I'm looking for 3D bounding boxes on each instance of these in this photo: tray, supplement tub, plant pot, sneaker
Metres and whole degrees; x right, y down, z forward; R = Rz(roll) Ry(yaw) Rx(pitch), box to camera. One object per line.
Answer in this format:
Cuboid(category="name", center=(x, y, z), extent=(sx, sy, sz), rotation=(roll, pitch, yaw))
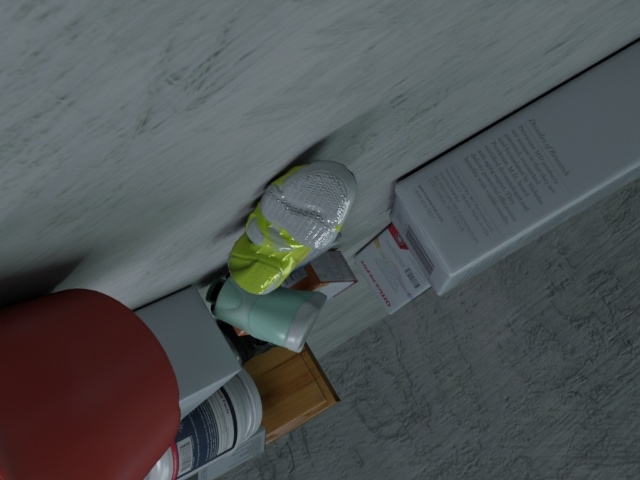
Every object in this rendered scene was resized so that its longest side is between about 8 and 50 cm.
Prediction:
Cuboid(category="tray", center=(-0.186, 0.365, 2.463), extent=(0.411, 0.203, 0.076), rotation=(-32, 170, 5))
Cuboid(category="supplement tub", center=(-0.260, 0.337, 2.110), extent=(0.272, 0.191, 0.191), rotation=(-21, 167, -46))
Cuboid(category="plant pot", center=(-0.276, 0.178, 1.056), extent=(0.275, 0.275, 0.243), rotation=(-39, 177, 40))
Cuboid(category="sneaker", center=(-0.018, -0.037, 1.284), extent=(0.240, 0.091, 0.126), rotation=(-41, -175, 46))
Cuboid(category="sneaker", center=(-0.121, 0.161, 1.958), extent=(0.130, 0.087, 0.227), rotation=(-32, 174, -3))
Cuboid(category="sneaker", center=(-0.077, 0.087, 1.596), extent=(0.256, 0.151, 0.094), rotation=(62, 53, -85))

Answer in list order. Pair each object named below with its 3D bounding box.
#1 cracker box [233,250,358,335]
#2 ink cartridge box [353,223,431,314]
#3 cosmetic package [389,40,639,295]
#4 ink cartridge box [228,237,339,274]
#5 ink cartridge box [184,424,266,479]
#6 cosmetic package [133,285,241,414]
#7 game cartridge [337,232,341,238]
Cuboid(category="cracker box", center=(-0.045, 0.080, 1.813), extent=(0.155, 0.067, 0.232), rotation=(-33, 170, 12))
Cuboid(category="ink cartridge box", center=(0.152, 0.036, 2.025), extent=(0.072, 0.127, 0.175), rotation=(-28, 172, -34))
Cuboid(category="cosmetic package", center=(0.336, -0.108, 1.726), extent=(0.453, 0.161, 0.230), rotation=(-30, 171, -5))
Cuboid(category="ink cartridge box", center=(-0.047, 0.011, 1.479), extent=(0.088, 0.052, 0.122), rotation=(-36, 169, 29))
Cuboid(category="ink cartridge box", center=(-0.286, 0.398, 2.278), extent=(0.275, 0.239, 0.060), rotation=(-21, 124, -46))
Cuboid(category="cosmetic package", center=(-0.262, 0.195, 1.508), extent=(0.224, 0.138, 0.224), rotation=(-24, 168, -37))
Cuboid(category="game cartridge", center=(0.000, 0.000, 1.690), extent=(0.056, 0.017, 0.083), rotation=(-38, 169, 18))
